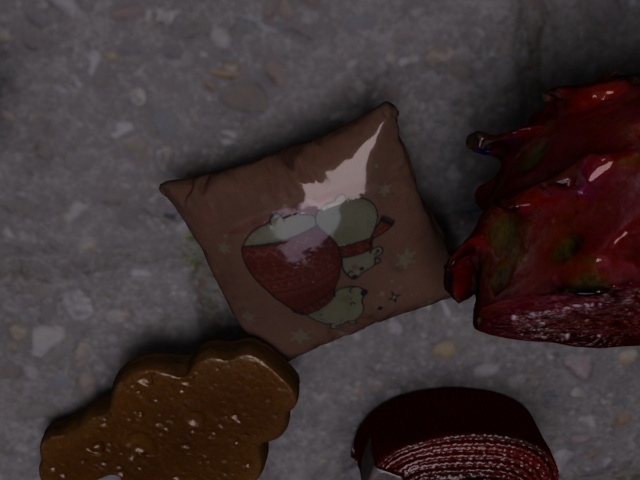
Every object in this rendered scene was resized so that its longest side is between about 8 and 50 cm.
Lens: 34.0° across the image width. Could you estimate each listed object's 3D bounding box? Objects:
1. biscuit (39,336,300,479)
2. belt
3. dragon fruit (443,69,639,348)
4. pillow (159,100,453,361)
[{"bbox_3d":[-0.144,0.195,1.045,0.295,0.044,0.186,-33,114,21],"label":"biscuit"},{"bbox_3d":[0.136,0.231,1.058,0.200,0.124,0.128,-1,110,-5],"label":"belt"},{"bbox_3d":[0.302,-0.031,0.873,0.371,0.386,0.249,6,74,-31],"label":"dragon fruit"},{"bbox_3d":[0.000,0.000,0.974,0.236,0.084,0.223,-20,119,7],"label":"pillow"}]
